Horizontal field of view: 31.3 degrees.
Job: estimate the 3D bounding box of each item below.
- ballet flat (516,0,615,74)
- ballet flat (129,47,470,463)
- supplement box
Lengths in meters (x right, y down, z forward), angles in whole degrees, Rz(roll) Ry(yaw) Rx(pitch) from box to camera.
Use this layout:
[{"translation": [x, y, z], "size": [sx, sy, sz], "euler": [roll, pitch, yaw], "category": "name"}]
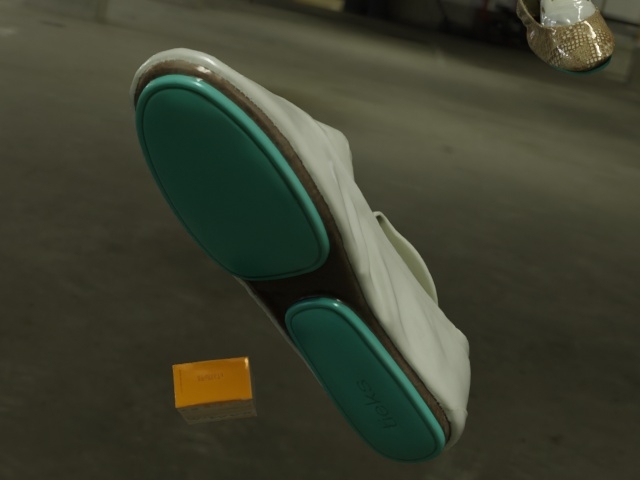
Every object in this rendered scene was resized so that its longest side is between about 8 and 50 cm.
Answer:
[{"translation": [0.221, -0.219, 1.079], "size": [0.073, 0.067, 0.206], "euler": [-19, 28, 1], "category": "ballet flat"}, {"translation": [0.000, 0.000, 0.866], "size": [0.400, 0.139, 0.139], "euler": [55, -8, -28], "category": "ballet flat"}, {"translation": [-0.085, 0.124, 0.937], "size": [0.062, 0.036, 0.098], "euler": [-7, -16, -2], "category": "supplement box"}]
